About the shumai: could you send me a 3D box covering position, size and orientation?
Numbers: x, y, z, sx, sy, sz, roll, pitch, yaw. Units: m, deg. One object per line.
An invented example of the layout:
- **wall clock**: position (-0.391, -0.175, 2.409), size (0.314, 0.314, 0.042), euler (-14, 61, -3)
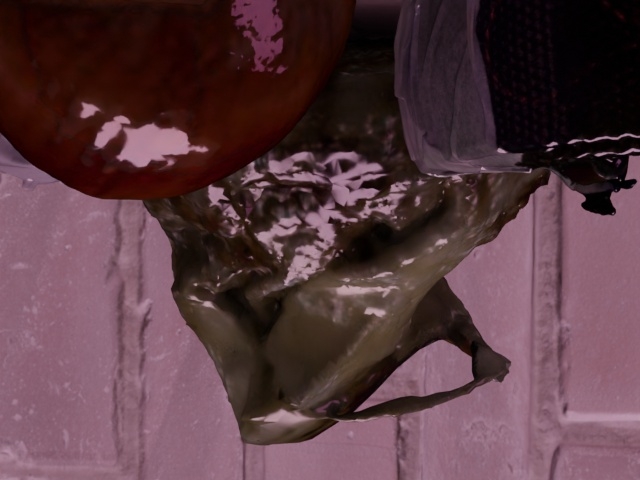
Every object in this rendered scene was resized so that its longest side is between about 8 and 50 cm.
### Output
- **shumai**: position (0.000, 0.000, 1.489), size (0.395, 0.348, 0.395), euler (3, -170, 0)

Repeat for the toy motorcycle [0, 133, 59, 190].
- **toy motorcycle**: position (-0.264, -0.104, 1.300), size (0.260, 0.110, 0.171), euler (19, 174, 7)

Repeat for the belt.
- **belt**: position (0.149, -0.094, 1.016), size (0.184, 0.164, 0.289), euler (-9, -177, -15)

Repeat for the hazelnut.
- **hazelnut**: position (-0.076, -0.112, 0.874), size (0.170, 0.160, 0.201), euler (16, -133, 37)
